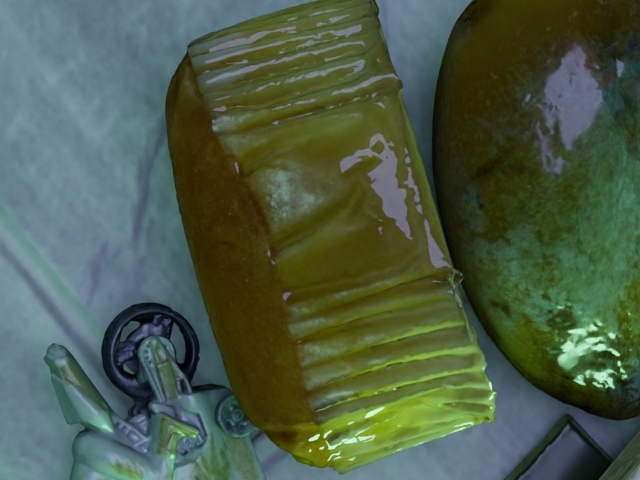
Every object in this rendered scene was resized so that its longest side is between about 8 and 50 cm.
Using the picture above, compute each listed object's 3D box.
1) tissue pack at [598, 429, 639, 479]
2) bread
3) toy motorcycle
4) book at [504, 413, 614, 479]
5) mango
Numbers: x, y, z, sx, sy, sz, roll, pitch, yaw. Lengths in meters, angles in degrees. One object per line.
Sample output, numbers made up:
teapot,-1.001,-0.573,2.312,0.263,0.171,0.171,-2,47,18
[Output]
tissue pack,0.344,0.226,1.311,0.325,0.071,0.170,42,82,-6
bread,0.000,0.000,1.206,0.156,0.204,0.288,-17,92,4
toy motorcycle,-0.106,0.159,1.246,0.151,0.074,0.229,-29,102,-17
book,0.137,0.286,1.312,0.201,0.026,0.289,46,79,-8
mango,0.169,-0.030,1.284,0.192,0.146,0.316,-14,105,-20
